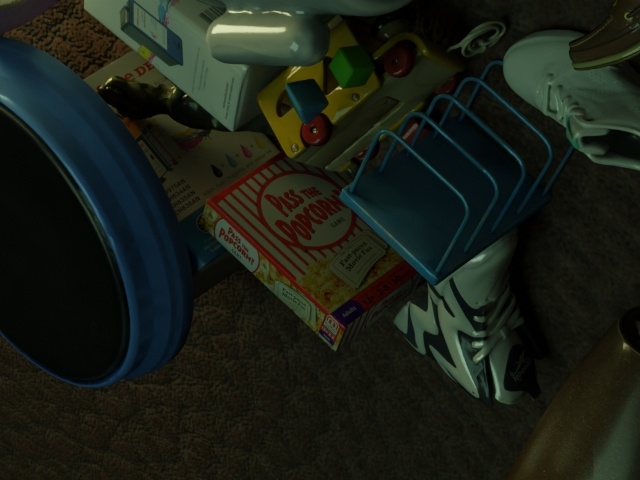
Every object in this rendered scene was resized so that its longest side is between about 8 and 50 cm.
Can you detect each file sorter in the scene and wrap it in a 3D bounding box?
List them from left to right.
[{"bbox_3d":[0.127,-0.066,1.665,0.118,0.170,0.104,44,140,15],"label":"file sorter"}]

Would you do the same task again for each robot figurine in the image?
[{"bbox_3d":[-0.024,-0.296,1.624,0.353,0.199,0.300,9,86,45],"label":"robot figurine"}]

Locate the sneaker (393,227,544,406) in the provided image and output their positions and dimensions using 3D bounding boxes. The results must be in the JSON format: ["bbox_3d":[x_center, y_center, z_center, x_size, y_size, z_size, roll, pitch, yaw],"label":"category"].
[{"bbox_3d":[0.167,0.078,1.799,0.153,0.094,0.235,47,146,8],"label":"sneaker"}]

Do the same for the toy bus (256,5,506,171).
[{"bbox_3d":[0.040,-0.153,1.715,0.104,0.202,0.191,61,158,23],"label":"toy bus"}]

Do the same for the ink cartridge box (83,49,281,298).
[{"bbox_3d":[-0.166,-0.067,2.003,0.233,0.171,0.168,50,145,6],"label":"ink cartridge box"}]

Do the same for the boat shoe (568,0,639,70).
[{"bbox_3d":[0.263,-0.184,1.503,0.178,0.064,0.060,-23,95,48],"label":"boat shoe"}]

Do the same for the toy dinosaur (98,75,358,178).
[{"bbox_3d":[-0.080,-0.153,1.899,0.268,0.064,0.118,14,104,2],"label":"toy dinosaur"}]

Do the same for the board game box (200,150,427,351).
[{"bbox_3d":[0.000,0.000,1.885,0.193,0.146,0.045,42,143,17],"label":"board game box"}]

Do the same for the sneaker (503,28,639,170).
[{"bbox_3d":[0.224,-0.108,1.579,0.212,0.094,0.080,28,138,33],"label":"sneaker"}]

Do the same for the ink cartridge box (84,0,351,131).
[{"bbox_3d":[-0.098,-0.225,1.808,0.212,0.154,0.093,40,144,19],"label":"ink cartridge box"}]

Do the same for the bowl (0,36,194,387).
[{"bbox_3d":[-0.291,-0.019,1.974,0.391,0.077,0.391,32,140,32],"label":"bowl"}]

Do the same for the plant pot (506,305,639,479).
[{"bbox_3d":[0.281,0.181,1.677,0.215,0.215,0.230,32,125,30],"label":"plant pot"}]

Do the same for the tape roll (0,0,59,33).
[{"bbox_3d":[-0.287,-0.323,1.845,0.090,0.275,0.275,46,144,11],"label":"tape roll"}]
